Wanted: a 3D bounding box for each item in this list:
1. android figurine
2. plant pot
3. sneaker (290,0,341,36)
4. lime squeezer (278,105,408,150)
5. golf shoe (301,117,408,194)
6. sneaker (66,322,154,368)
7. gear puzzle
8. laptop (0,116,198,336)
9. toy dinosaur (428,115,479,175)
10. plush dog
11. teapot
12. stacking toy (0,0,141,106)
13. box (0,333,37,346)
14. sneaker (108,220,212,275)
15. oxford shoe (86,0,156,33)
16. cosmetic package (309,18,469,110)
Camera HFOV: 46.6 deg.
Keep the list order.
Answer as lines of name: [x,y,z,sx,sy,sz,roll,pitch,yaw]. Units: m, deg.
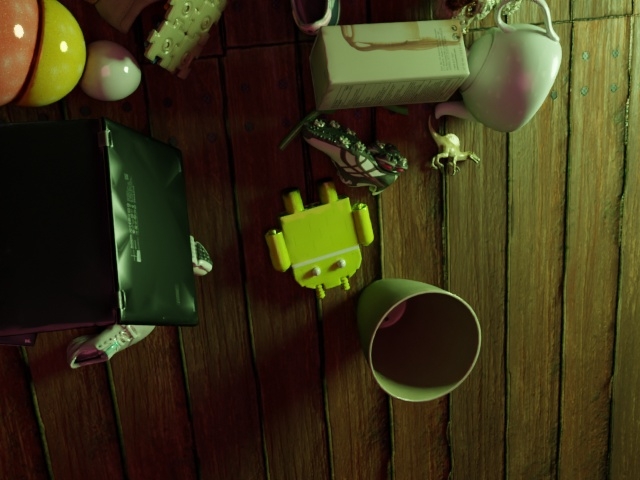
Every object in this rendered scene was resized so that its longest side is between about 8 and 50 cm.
android figurine: [0.000,0.000,1.704,0.248,0.056,0.273,-15,107,-12]
plant pot: [0.187,0.189,1.692,0.256,0.274,0.257,-5,107,-15]
sneaker: [-0.019,-0.569,1.479,0.112,0.131,0.319,-5,107,15]
lime squeezer: [0.044,-0.293,1.641,0.310,0.059,0.110,-18,140,-12]
golf shoe: [0.064,-0.176,1.630,0.272,0.105,0.120,19,120,-30]
sneaker: [-0.449,0.221,1.614,0.212,0.094,0.080,-29,110,-7]
gear puzzle: [-0.237,-0.489,1.450,0.044,0.175,0.339,32,96,17]
laptop: [-0.451,-0.014,1.407,0.236,0.408,0.382,-11,79,21]
toy dinosaur: [0.289,-0.212,1.737,0.183,0.053,0.093,30,80,-29]
plush dog: [0.317,-0.546,1.571,0.210,0.262,0.225,34,84,11]
teapot: [0.388,-0.374,1.616,0.187,0.252,0.256,24,86,-9]
stacking toy: [-0.552,-0.348,1.342,0.479,0.350,0.351,11,103,-34]
box: [-0.600,0.055,1.474,0.103,0.184,0.261,4,104,-18]
sneaker: [-0.376,0.024,1.584,0.292,0.110,0.118,19,113,-18]
oxford shoe: [-0.295,-0.545,1.435,0.348,0.123,0.130,-37,120,6]
cosmetic package: [0.137,-0.363,1.542,0.296,0.153,0.129,-6,80,-13]
